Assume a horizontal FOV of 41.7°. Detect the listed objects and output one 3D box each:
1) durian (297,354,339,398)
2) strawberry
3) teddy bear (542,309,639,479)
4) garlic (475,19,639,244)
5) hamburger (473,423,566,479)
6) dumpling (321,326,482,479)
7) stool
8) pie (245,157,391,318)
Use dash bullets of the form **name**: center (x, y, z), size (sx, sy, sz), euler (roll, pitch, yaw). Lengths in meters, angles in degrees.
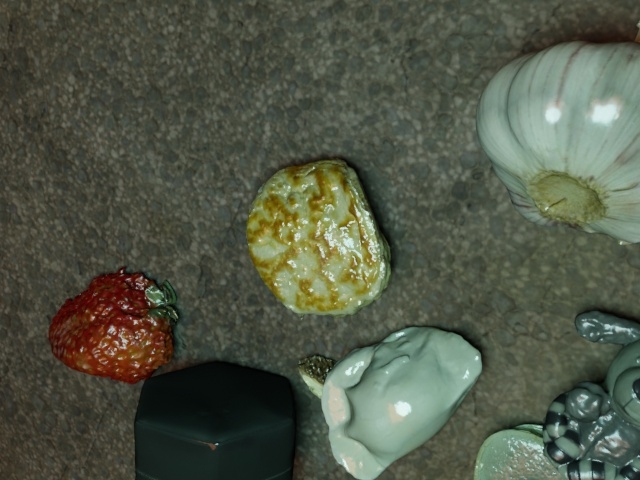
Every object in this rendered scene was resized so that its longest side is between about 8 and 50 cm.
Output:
- **durian**: center (0.018, 0.206, 1.130), size (0.130, 0.052, 0.066), euler (45, 117, 5)
- **strawberry**: center (-0.319, 0.143, 1.235), size (0.236, 0.107, 0.175), euler (-34, 87, 28)
- **teddy bear**: center (0.335, 0.171, 0.931), size (0.171, 0.144, 0.251), euler (31, 111, 30)
- **garlic**: center (0.300, -0.141, 0.862), size (0.245, 0.245, 0.253), euler (26, 76, 17)
- **hamburger**: center (0.262, 0.293, 1.036), size (0.140, 0.062, 0.133), euler (18, 105, 22)
- **dumpling**: center (0.093, 0.188, 1.058), size (0.229, 0.124, 0.151), euler (-41, 64, 7)
- **stool**: center (-0.140, 0.266, 1.127), size (0.232, 0.232, 0.141), euler (9, 108, 22)
- **pie**: center (0.000, 0.000, 1.068), size (0.179, 0.084, 0.205), euler (-24, 91, 26)
